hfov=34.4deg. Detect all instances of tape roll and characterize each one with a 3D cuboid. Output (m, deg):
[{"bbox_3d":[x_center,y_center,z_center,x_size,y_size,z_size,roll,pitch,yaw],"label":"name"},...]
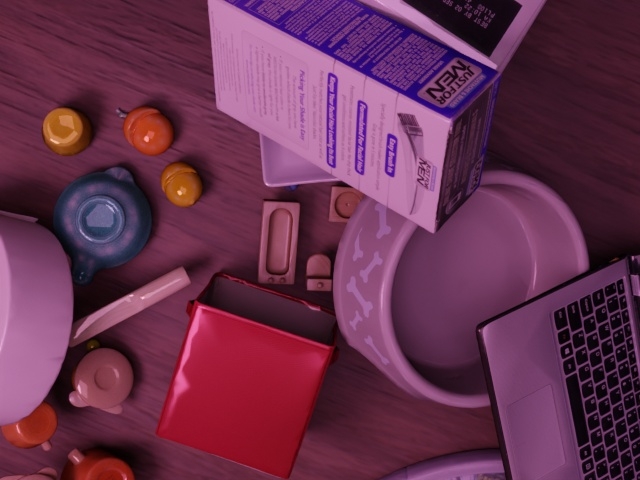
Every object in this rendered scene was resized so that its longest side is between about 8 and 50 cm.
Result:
[{"bbox_3d":[-0.451,0.101,1.371,0.286,0.100,0.286,-11,73,40],"label":"tape roll"}]

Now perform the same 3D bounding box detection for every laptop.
[{"bbox_3d":[0.452,0.225,1.290,0.408,0.236,0.382,-21,107,-26],"label":"laptop"}]

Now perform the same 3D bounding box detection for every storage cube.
[{"bbox_3d":[-0.095,0.176,1.399,0.215,0.183,0.193,18,101,0],"label":"storage cube"}]

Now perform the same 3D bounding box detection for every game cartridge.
[{"bbox_3d":[0.222,0.401,1.481,0.294,0.060,0.196,-10,95,5],"label":"game cartridge"}]

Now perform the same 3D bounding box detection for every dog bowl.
[{"bbox_3d":[0.193,0.055,1.332,0.349,0.102,0.348,-5,102,-23],"label":"dog bowl"}]

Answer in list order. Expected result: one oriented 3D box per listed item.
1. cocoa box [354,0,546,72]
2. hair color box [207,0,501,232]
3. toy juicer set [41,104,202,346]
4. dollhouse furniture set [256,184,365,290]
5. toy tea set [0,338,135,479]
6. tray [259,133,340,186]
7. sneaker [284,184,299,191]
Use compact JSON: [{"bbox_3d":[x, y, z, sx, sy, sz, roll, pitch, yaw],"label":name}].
[{"bbox_3d":[0.107,-0.362,1.264,0.347,0.228,0.231,33,88,-2],"label":"cocoa box"},{"bbox_3d":[0.031,-0.173,1.205,0.339,0.185,0.110,33,58,23],"label":"hair color box"},{"bbox_3d":[-0.264,-0.031,1.431,0.209,0.089,0.329,-7,90,-8],"label":"toy juicer set"},{"bbox_3d":[0.000,0.000,1.380,0.151,0.123,0.144,3,100,-9],"label":"dollhouse furniture set"},{"bbox_3d":[-0.369,0.253,1.468,0.200,0.124,0.336,2,80,-30],"label":"toy tea set"},{"bbox_3d":[-0.015,-0.206,1.374,0.145,0.030,0.270,-5,81,-2],"label":"tray"},{"bbox_3d":[-0.034,-0.138,1.411,0.059,0.053,0.144,-2,100,2],"label":"sneaker"}]
